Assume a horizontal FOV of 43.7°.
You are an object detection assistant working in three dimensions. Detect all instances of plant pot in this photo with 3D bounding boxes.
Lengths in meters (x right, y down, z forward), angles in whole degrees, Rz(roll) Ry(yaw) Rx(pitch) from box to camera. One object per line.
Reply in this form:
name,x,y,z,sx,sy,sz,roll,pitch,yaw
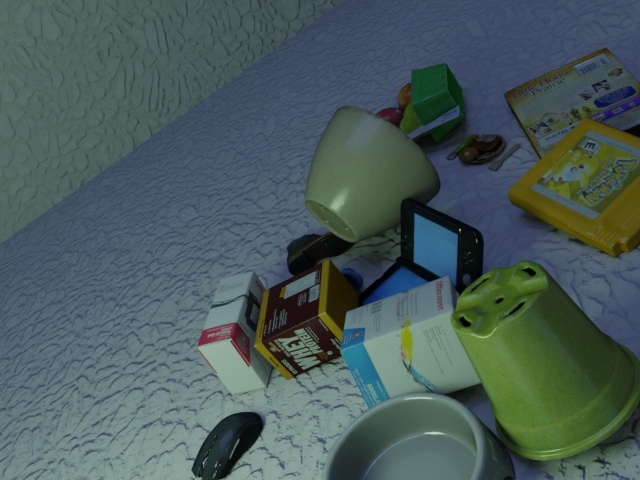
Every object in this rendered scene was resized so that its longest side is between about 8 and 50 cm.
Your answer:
plant pot,0.361,0.183,1.361,0.276,0.254,0.276,-33,19,13

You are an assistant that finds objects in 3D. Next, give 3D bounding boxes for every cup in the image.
cup,0.097,-0.136,1.989,0.237,0.331,0.331,-51,36,-15

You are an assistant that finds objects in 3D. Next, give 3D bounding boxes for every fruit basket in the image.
fruit basket,0.263,-0.366,2.407,0.353,0.165,0.327,-33,27,27

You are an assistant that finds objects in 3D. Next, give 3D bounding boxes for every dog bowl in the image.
dog bowl,0.157,0.416,1.400,0.349,0.102,0.348,-22,32,15

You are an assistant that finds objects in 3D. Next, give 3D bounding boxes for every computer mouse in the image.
computer mouse,-0.202,0.461,1.668,0.184,0.060,0.262,13,52,49

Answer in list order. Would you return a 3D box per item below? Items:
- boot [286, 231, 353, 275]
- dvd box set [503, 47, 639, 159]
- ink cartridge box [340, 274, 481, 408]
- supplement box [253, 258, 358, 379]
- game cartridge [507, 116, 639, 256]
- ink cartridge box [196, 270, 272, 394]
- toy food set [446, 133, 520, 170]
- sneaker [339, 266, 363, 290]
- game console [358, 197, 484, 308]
boot,0.000,0.000,2.132,0.219,0.082,0.106,-29,34,5
dvd box set,0.676,-0.339,2.076,0.308,0.062,0.420,-23,33,11
ink cartridge box,0.183,0.207,1.577,0.233,0.168,0.171,-21,17,15
supplement box,-0.029,0.181,1.832,0.194,0.129,0.191,-27,31,22
game cartridge,0.626,-0.127,1.771,0.285,0.052,0.324,-43,40,-9
ink cartridge box,-0.184,0.215,1.892,0.100,0.172,0.237,-16,34,22
toy food set,0.437,-0.254,2.172,0.132,0.038,0.192,-41,33,-18
sneaker,0.070,0.091,1.944,0.059,0.053,0.144,-34,9,-23
game console,0.209,0.070,1.790,0.173,0.250,0.293,-14,24,-26
